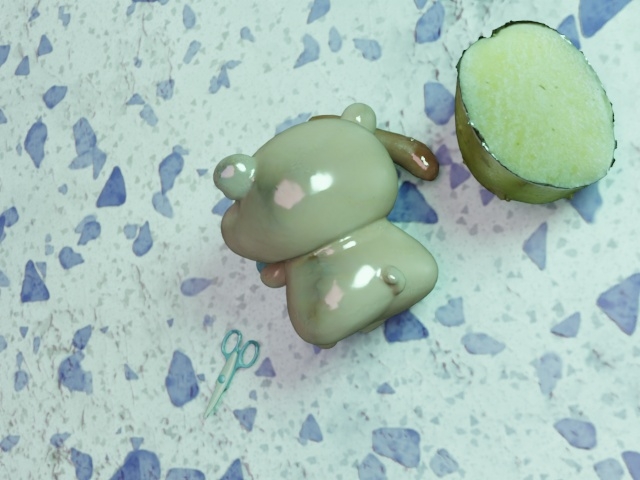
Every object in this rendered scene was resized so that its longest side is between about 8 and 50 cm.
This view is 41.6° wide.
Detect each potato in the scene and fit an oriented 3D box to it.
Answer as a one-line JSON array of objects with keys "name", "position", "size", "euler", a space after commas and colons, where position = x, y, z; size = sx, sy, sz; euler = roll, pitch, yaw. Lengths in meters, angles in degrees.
[{"name": "potato", "position": [0.207, -0.120, 0.894], "size": [0.117, 0.182, 0.202], "euler": [123, 140, -59]}]

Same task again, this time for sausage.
[{"name": "sausage", "position": [0.062, -0.117, 1.013], "size": [0.186, 0.043, 0.043], "euler": [22, 93, 29]}]

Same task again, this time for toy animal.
[{"name": "toy animal", "position": [0.010, -0.002, 0.927], "size": [0.221, 0.210, 0.230], "euler": [45, 143, 33]}]

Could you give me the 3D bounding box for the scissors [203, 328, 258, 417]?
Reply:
[{"name": "scissors", "position": [-0.121, 0.175, 1.080], "size": [0.058, 0.014, 0.119], "euler": [26, 91, 30]}]
